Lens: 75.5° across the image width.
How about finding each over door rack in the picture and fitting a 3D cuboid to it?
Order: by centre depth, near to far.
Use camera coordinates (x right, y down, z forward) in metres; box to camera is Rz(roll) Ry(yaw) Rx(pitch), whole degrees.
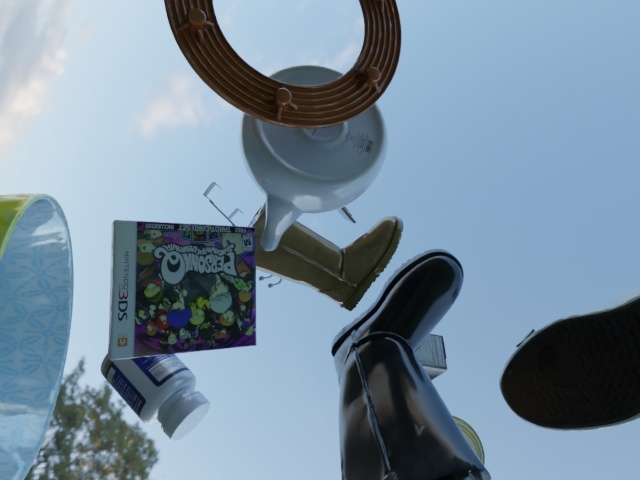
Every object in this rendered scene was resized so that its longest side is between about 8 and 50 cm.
[{"bbox_3d":[-0.259,0.002,1.334,0.108,0.239,0.324,-35,-109,-4],"label":"over door rack"}]

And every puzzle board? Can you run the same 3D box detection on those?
[{"bbox_3d":[0.028,-0.093,0.927,0.011,0.128,0.096,-41,-165,-1],"label":"puzzle board"}]

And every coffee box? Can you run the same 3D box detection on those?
[{"bbox_3d":[0.190,0.306,1.103,0.141,0.246,0.098,119,-21,-50],"label":"coffee box"}]

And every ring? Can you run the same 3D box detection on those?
[{"bbox_3d":[-0.034,-0.317,0.561,0.032,0.335,0.338,158,-61,-69],"label":"ring"}]

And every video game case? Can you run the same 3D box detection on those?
[{"bbox_3d":[-0.219,0.077,0.683,0.041,0.231,0.211,-11,-102,59],"label":"video game case"}]

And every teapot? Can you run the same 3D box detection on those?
[{"bbox_3d":[-0.020,-0.151,0.698,0.253,0.255,0.187,65,-20,12],"label":"teapot"}]

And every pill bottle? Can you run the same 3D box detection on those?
[{"bbox_3d":[-0.293,0.261,0.745,0.186,0.112,0.112,38,-74,19],"label":"pill bottle"}]

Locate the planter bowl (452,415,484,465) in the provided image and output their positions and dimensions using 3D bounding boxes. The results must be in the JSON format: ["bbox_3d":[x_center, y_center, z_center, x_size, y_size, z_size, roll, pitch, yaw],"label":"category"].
[{"bbox_3d":[0.390,0.635,1.227,0.216,0.090,0.218,-1,-113,3],"label":"planter bowl"}]

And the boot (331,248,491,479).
[{"bbox_3d":[0.170,0.231,0.724,0.367,0.146,0.445,-49,-169,13],"label":"boot"}]

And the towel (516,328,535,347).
[{"bbox_3d":[0.485,0.232,0.979,0.060,0.083,0.009,-50,-119,9],"label":"towel"}]

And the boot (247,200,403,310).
[{"bbox_3d":[0.000,0.000,0.818,0.236,0.269,0.089,-59,-165,8],"label":"boot"}]

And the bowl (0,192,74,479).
[{"bbox_3d":[-0.359,0.091,0.398,0.289,0.155,0.290,-175,-90,-72],"label":"bowl"}]

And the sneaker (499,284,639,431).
[{"bbox_3d":[0.322,0.101,0.405,0.290,0.123,0.106,-44,-127,30],"label":"sneaker"}]
